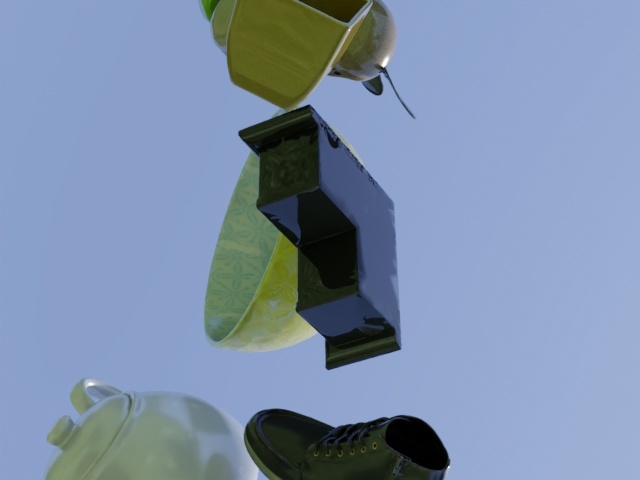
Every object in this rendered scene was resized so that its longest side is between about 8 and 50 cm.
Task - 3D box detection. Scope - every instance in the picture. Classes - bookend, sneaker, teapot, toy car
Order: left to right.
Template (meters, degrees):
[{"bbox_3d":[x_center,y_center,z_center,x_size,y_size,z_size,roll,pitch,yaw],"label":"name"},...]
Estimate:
[{"bbox_3d":[-0.199,0.241,1.289,0.256,0.187,0.253,-30,-157,51],"label":"teapot"},{"bbox_3d":[0.000,0.000,1.057,0.072,0.156,0.157,-18,-128,23],"label":"bookend"},{"bbox_3d":[0.008,-0.176,1.125,0.149,0.188,0.155,-45,-147,2],"label":"toy car"},{"bbox_3d":[0.027,0.187,1.159,0.222,0.083,0.118,26,-51,26],"label":"sneaker"}]

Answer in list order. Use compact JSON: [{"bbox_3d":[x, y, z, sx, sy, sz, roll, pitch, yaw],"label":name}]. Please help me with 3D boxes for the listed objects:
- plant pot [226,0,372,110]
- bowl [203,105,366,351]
[{"bbox_3d":[-0.022,-0.141,0.892,0.081,0.081,0.083,26,-64,2],"label":"plant pot"},{"bbox_3d":[-0.011,0.003,1.437,0.289,0.156,0.290,-162,-90,-74],"label":"bowl"}]
